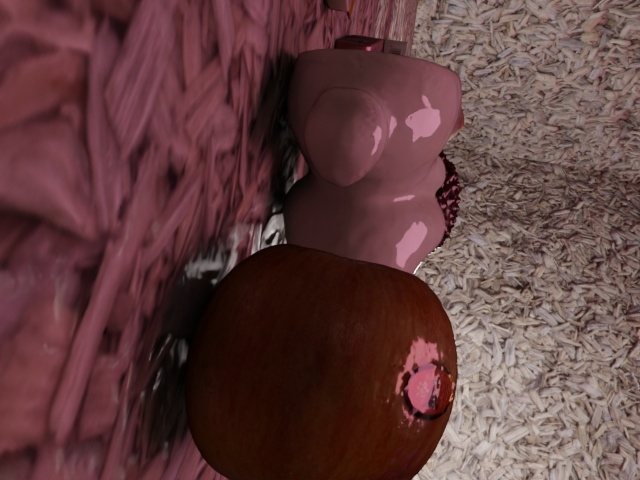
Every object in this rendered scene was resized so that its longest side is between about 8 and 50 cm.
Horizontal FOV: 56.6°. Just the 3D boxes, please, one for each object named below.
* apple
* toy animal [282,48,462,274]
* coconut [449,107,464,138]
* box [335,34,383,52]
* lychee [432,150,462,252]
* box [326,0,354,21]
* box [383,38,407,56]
[{"bbox_3d":[0.000,0.102,0.472,0.211,0.211,0.187,52,50,-80],"label":"apple"},{"bbox_3d":[0.036,-0.021,0.655,0.241,0.196,0.367,-47,146,-63],"label":"toy animal"},{"bbox_3d":[0.209,-0.292,1.342,0.224,0.234,0.224,6,90,-82],"label":"coconut"},{"bbox_3d":[0.057,-0.265,0.941,0.156,0.060,0.111,-65,162,-64],"label":"box"},{"bbox_3d":[0.156,-0.071,1.177,0.267,0.268,0.267,11,90,-82],"label":"lychee"},{"bbox_3d":[0.024,-0.365,0.656,0.247,0.033,0.129,67,34,-76],"label":"box"},{"bbox_3d":[0.196,-0.427,1.669,0.155,0.067,0.242,-44,143,-74],"label":"box"}]
